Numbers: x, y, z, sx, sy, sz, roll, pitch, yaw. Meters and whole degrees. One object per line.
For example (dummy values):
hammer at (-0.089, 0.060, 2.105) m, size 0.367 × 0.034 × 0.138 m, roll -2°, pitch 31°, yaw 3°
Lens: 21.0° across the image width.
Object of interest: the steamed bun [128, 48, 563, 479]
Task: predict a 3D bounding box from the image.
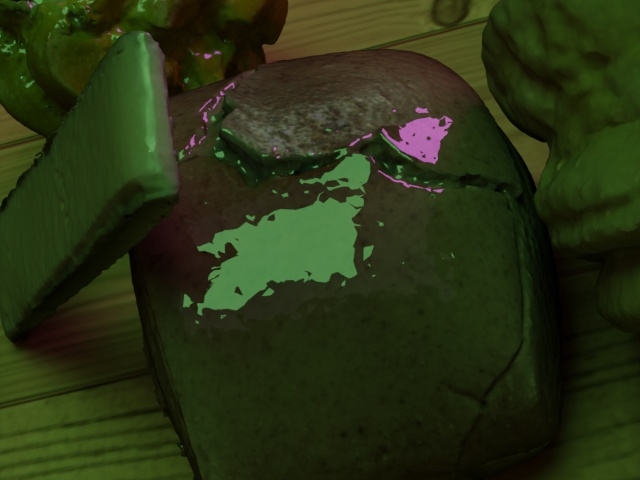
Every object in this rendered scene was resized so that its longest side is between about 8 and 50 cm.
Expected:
steamed bun at (0.000, 0.000, 0.972) m, size 0.251 × 0.199 × 0.301 m, roll -20°, pitch 44°, yaw 4°

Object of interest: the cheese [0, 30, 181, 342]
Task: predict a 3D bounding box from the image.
cheese at (-0.140, -0.013, 0.961) m, size 0.034 × 0.400 × 0.085 m, roll -11°, pitch 81°, yaw -21°

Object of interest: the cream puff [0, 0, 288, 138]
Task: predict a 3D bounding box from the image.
cream puff at (-0.116, -0.121, 1.149) m, size 0.194 × 0.221 × 0.195 m, roll -4°, pitch 83°, yaw 32°

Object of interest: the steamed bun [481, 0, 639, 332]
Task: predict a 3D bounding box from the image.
steamed bun at (0.244, -0.049, 0.899) m, size 0.325 × 0.230 × 0.372 m, roll -5°, pitch 27°, yaw -39°
